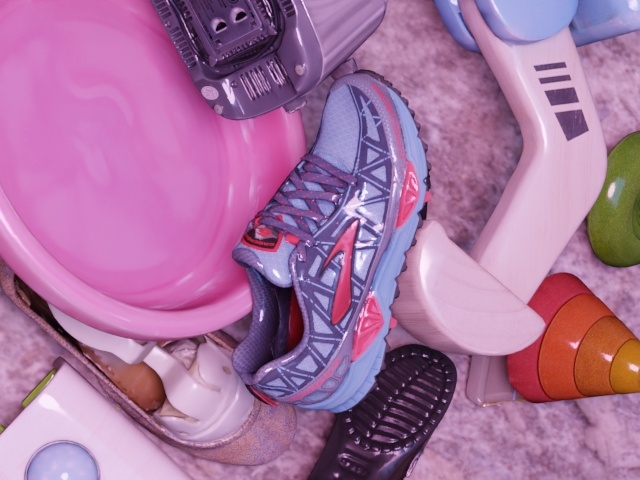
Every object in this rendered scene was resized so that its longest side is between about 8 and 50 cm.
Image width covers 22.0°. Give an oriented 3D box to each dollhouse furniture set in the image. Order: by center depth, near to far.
[{"bbox_3d":[0.164,0.071,1.473,0.076,0.058,0.152,-6,116,-26],"label":"dollhouse furniture set"}]

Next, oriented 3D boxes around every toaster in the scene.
[{"bbox_3d":[-0.049,-0.214,1.261,0.146,0.129,0.227,-39,102,-50],"label":"toaster"}]

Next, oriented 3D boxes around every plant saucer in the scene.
[{"bbox_3d":[-0.155,-0.080,1.257,0.332,0.084,0.332,18,63,-38],"label":"plant saucer"}]

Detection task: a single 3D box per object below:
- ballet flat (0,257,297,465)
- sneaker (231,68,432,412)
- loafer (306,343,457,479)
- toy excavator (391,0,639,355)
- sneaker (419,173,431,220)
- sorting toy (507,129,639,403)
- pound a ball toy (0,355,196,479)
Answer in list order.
[{"bbox_3d":[-0.140,0.094,1.324,0.316,0.106,0.107,37,90,-18],"label":"ballet flat"},{"bbox_3d":[0.000,0.000,1.219,0.125,0.104,0.262,6,94,-38],"label":"sneaker"},{"bbox_3d":[0.041,0.185,1.420,0.080,0.078,0.220,32,70,15],"label":"loafer"},{"bbox_3d":[0.181,-0.183,1.315,0.433,0.222,0.445,-28,97,-19],"label":"toy excavator"},{"bbox_3d":[0.035,0.027,1.379,0.078,0.106,0.234,19,88,-21],"label":"sneaker"},{"bbox_3d":[0.306,-0.003,1.439,0.365,0.126,0.127,-59,137,-12],"label":"sorting toy"},{"bbox_3d":[-0.158,0.276,1.300,0.319,0.136,0.208,45,84,-9],"label":"pound a ball toy"}]
